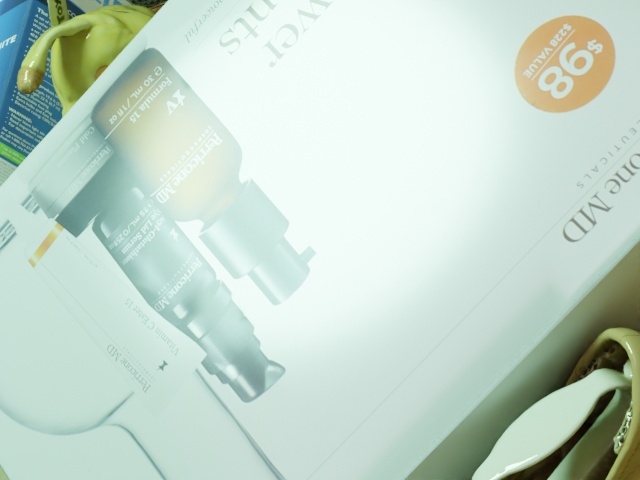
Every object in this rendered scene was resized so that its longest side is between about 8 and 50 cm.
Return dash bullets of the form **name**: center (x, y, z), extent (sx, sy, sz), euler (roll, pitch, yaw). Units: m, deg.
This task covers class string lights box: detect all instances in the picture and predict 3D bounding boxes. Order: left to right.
- **string lights box**: center (-0.185, -0.067, 1.114), extent (0.076, 0.133, 0.260), euler (-25, 43, 36)

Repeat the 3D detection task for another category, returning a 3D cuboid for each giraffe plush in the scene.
- **giraffe plush**: center (-0.071, -0.089, 0.997), extent (0.170, 0.210, 0.181), euler (2, 43, 13)

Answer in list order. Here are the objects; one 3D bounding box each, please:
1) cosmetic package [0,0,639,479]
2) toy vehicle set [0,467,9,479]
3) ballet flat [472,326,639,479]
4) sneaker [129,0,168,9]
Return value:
- **cosmetic package**: center (0.000, 0.000, 0.781), extent (0.377, 0.097, 0.284), euler (-47, 59, 8)
- **toy vehicle set**: center (-0.182, 0.203, 0.915), extent (0.166, 0.035, 0.267), euler (-43, 31, -17)
- **ballet flat**: center (0.075, 0.129, 0.684), extent (0.232, 0.073, 0.080), euler (-51, 34, 4)
- **sneaker**: center (-0.069, -0.246, 1.147), extent (0.299, 0.121, 0.112), euler (-31, 42, 29)
